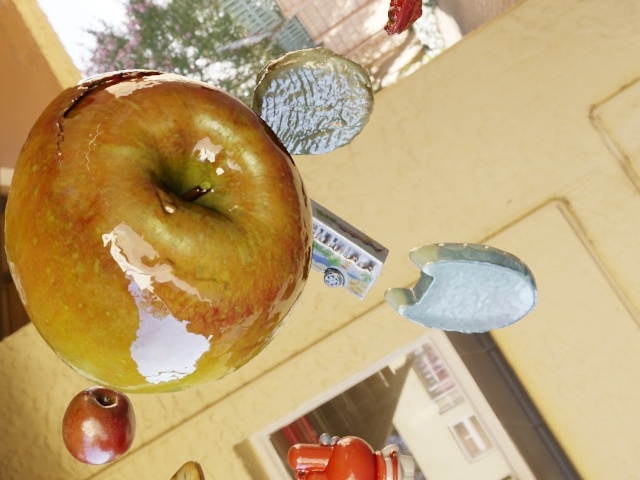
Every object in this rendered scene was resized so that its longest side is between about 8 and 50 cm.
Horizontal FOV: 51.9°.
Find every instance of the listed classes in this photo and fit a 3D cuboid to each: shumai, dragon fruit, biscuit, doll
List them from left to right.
[{"bbox_3d":[-0.337,0.677,1.631,0.041,0.259,0.203,17,173,-38],"label":"biscuit"},{"bbox_3d":[-0.016,-0.309,1.295,0.222,0.272,0.203,50,-141,-40],"label":"shumai"},{"bbox_3d":[0.069,0.524,1.490,0.130,0.291,0.160,104,170,-71],"label":"doll"},{"bbox_3d":[0.197,-0.546,1.541,0.097,0.131,0.063,51,161,-19],"label":"dragon fruit"}]

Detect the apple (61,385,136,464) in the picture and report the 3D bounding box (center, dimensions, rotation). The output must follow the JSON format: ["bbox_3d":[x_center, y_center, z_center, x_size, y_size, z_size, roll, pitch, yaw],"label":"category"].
[{"bbox_3d":[-0.544,0.457,1.630,0.181,0.168,0.181,18,-163,-6],"label":"apple"}]

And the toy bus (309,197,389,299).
[{"bbox_3d":[0.000,0.000,1.585,0.330,0.136,0.109,33,-146,-1],"label":"toy bus"}]

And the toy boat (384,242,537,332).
[{"bbox_3d":[0.297,0.083,1.371,0.330,0.215,0.123,8,-142,-19],"label":"toy boat"}]

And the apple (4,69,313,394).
[{"bbox_3d":[-0.199,-0.004,0.820,0.383,0.375,0.374,69,-166,18],"label":"apple"}]
